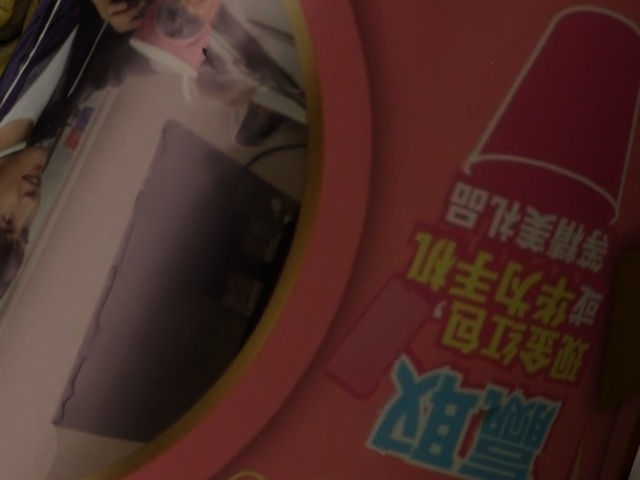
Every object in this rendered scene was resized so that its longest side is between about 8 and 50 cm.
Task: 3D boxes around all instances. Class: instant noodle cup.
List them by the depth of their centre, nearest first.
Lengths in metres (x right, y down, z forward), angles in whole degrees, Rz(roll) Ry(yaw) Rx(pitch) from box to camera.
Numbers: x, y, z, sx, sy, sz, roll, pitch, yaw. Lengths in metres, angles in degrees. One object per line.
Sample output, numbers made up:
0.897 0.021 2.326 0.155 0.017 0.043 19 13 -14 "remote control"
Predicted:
0.000 0.000 0.518 0.255 0.244 0.244 -65 30 9 "instant noodle cup"

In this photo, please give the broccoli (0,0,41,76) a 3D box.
-0.024 -0.117 0.695 0.243 0.263 0.247 3 113 36 "broccoli"
